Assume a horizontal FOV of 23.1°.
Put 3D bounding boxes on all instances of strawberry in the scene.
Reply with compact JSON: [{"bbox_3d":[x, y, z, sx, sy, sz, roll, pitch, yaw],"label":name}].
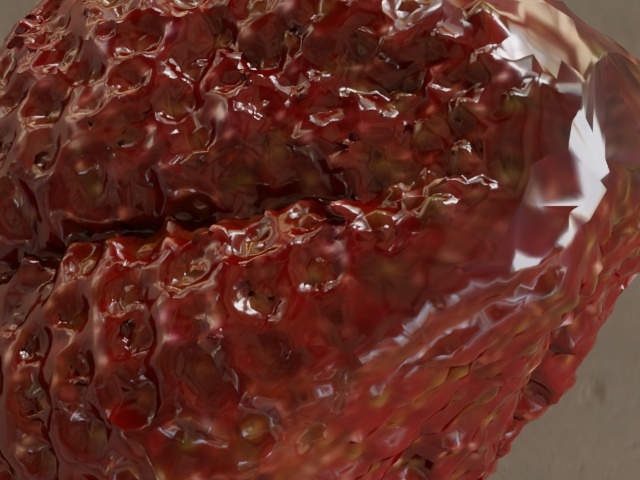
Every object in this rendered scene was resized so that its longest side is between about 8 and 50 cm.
[{"bbox_3d":[0.000,0.000,0.549,0.288,0.238,0.250,-29,63,45],"label":"strawberry"}]
